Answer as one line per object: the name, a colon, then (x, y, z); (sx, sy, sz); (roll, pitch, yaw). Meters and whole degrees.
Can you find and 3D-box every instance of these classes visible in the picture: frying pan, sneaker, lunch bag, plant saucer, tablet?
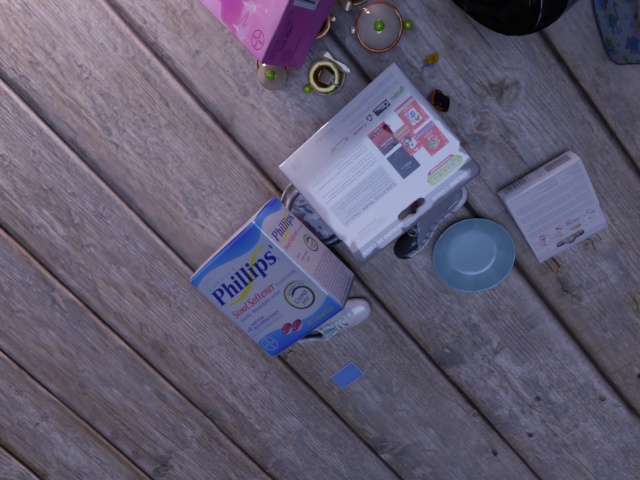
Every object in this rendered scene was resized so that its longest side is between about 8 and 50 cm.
frying pan: (-0.027, -0.012, 1.183); (0.198, 0.053, 0.325); (20, 108, 0)
sneaker: (0.034, 0.223, 1.235); (0.213, 0.094, 0.080); (-23, 105, 14)
sneaker: (0.223, -0.069, 1.092); (0.132, 0.086, 0.228); (33, 102, -34)
lunch bag: (0.599, -0.422, 0.867); (0.090, 0.219, 0.176); (-26, 105, 14)
plant saucer: (0.374, 0.033, 1.158); (0.195, 0.037, 0.194); (2, 110, 5)
tablet: (0.076, 0.383, 1.336); (0.083, 0.006, 0.054); (-40, 102, 19)

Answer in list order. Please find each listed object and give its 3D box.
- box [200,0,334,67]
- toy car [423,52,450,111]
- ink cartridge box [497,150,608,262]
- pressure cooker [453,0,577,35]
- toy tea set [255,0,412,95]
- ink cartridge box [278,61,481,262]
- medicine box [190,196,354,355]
box: (-0.099, -0.494, 0.894); (0.243, 0.117, 0.213); (50, 127, 19)
toy car: (0.256, -0.346, 1.042); (0.041, 0.060, 0.121); (3, 96, 51)
ink cartridge box: (0.548, -0.074, 1.104); (0.181, 0.056, 0.224); (-32, 122, 16)
pressure cooker: (0.386, -0.591, 0.734); (0.420, 0.375, 0.370); (-43, 137, 9)
toy tea set: (0.016, -0.418, 0.983); (0.336, 0.124, 0.200); (-39, 102, 17)
ink cartridge box: (0.123, -0.151, 0.982); (0.310, 0.130, 0.271); (-39, 90, 15)
medicine box: (-0.115, 0.093, 1.149); (0.289, 0.149, 0.264); (44, 120, -11)
